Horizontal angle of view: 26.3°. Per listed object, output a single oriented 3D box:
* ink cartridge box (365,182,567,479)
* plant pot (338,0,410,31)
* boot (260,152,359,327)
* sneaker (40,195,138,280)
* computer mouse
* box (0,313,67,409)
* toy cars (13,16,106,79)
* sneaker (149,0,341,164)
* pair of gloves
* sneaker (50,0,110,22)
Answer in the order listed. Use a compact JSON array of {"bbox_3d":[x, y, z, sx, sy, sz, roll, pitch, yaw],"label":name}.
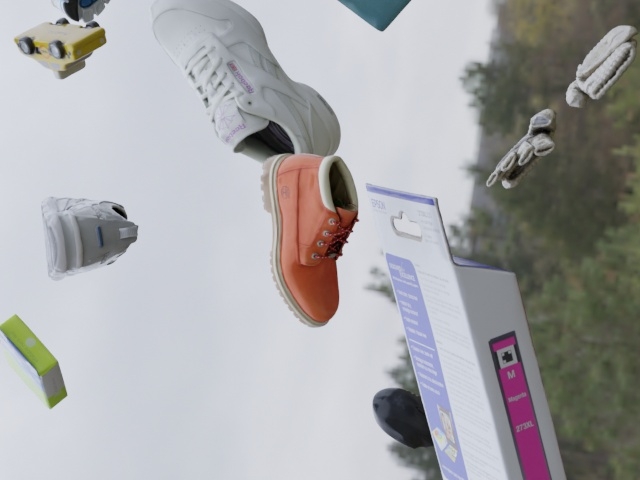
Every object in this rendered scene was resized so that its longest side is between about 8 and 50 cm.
[{"bbox_3d":[0.139,0.122,1.254,0.176,0.069,0.371,-161,51,-71],"label":"ink cartridge box"},{"bbox_3d":[0.092,-0.410,1.627,0.234,0.165,0.166,-40,28,35],"label":"plant pot"},{"bbox_3d":[0.000,0.000,1.197,0.059,0.084,0.158,-19,-78,-48],"label":"boot"},{"bbox_3d":[-0.283,-0.001,1.699,0.281,0.115,0.105,-150,55,-75],"label":"sneaker"},{"bbox_3d":[0.178,0.265,1.881,0.041,0.242,0.071,-47,24,47],"label":"computer mouse"},{"bbox_3d":[-0.448,0.187,2.123,0.042,0.109,0.178,-40,-16,-21],"label":"box"},{"bbox_3d":[-0.563,-0.320,2.479,0.176,0.393,0.087,-86,-16,-62],"label":"toy cars"},{"bbox_3d":[-0.107,-0.201,1.756,0.114,0.305,0.152,-47,2,35],"label":"sneaker"},{"bbox_3d":[0.293,-0.162,1.643,0.240,0.042,0.204,-48,0,22],"label":"pair of gloves"},{"bbox_3d":[-0.286,-0.367,1.833,0.190,0.083,0.071,-39,-53,-21],"label":"sneaker"}]
